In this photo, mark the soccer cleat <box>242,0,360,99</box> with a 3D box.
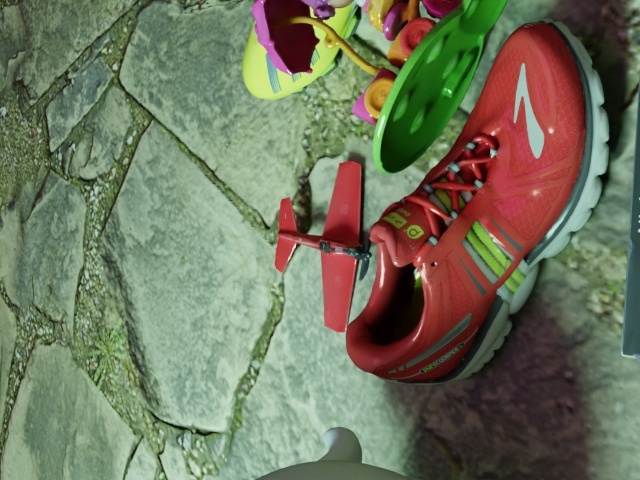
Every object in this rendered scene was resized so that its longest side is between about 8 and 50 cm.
[{"bbox_3d":[-0.010,-0.215,0.931,0.289,0.121,0.093,-41,55,49],"label":"soccer cleat"}]

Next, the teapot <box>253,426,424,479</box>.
[{"bbox_3d":[0.049,0.251,0.744,0.252,0.187,0.256,-34,75,62],"label":"teapot"}]

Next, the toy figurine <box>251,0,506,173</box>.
[{"bbox_3d":[0.028,-0.161,0.815,0.159,0.130,0.173,33,97,20],"label":"toy figurine"}]

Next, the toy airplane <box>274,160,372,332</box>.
[{"bbox_3d":[0.000,0.000,0.985,0.151,0.028,0.151,-3,86,58],"label":"toy airplane"}]

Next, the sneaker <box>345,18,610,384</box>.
[{"bbox_3d":[0.095,-0.014,0.751,0.107,0.118,0.279,49,128,47],"label":"sneaker"}]

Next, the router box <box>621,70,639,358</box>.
[{"bbox_3d":[0.265,-0.081,0.520,0.243,0.081,0.309,6,93,57],"label":"router box"}]
